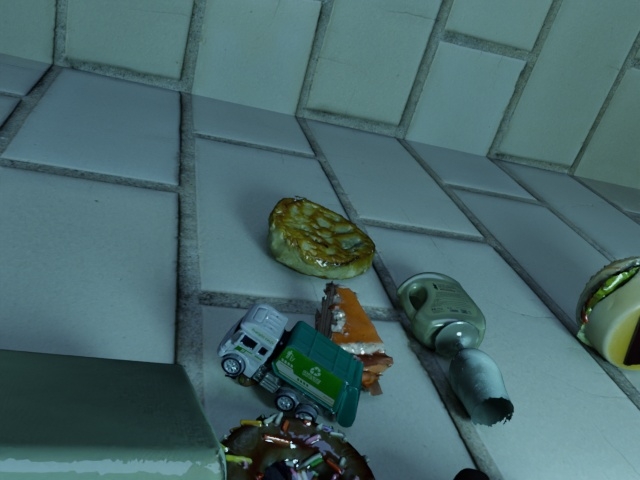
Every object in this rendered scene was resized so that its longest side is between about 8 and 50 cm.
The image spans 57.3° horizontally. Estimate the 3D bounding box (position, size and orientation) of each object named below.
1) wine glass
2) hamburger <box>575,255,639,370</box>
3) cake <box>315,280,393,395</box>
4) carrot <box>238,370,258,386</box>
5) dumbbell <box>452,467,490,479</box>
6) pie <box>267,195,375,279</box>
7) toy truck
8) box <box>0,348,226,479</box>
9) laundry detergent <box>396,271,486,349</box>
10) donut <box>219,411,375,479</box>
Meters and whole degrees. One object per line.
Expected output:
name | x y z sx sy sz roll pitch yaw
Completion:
wine glass | 0.296 0.260 1.148 0.103 0.103 0.222 11 27 -12
hamburger | 0.769 0.171 1.402 0.301 0.302 0.170 12 34 -11
cake | 0.034 0.177 1.148 0.135 0.098 0.287 5 29 -23
carrot | -0.106 0.234 1.029 0.093 0.032 0.032 -5 33 -47
dumbbell | 0.284 0.413 0.806 0.225 0.124 0.140 19 26 2
pie | 0.000 0.000 1.499 0.315 0.092 0.315 18 27 -10
toy truck | -0.040 0.212 0.982 0.253 0.124 0.114 37 24 -5
box | -0.307 0.236 0.627 0.343 0.178 0.352 8 2 -22
laundry detergent | 0.269 0.149 1.357 0.181 0.091 0.253 5 28 -11
donut | -0.038 0.342 0.779 0.269 0.103 0.270 16 25 -8
